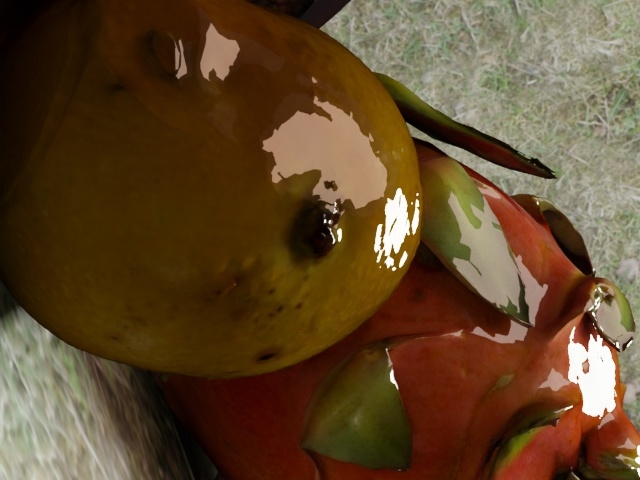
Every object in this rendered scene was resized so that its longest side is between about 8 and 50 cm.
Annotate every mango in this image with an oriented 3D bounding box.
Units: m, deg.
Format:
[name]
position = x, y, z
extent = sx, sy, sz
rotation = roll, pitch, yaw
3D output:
[mango]
position = -0.050, -0.026, 0.704
extent = 0.136, 0.166, 0.236
rotation = -68, -156, 6

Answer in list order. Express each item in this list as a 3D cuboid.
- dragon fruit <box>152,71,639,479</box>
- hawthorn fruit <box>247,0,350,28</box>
[dragon fruit]
position = 0.041, 0.056, 0.904
extent = 0.227, 0.224, 0.224
rotation = 27, 20, -13
[hawthorn fruit]
position = -0.040, -0.268, 1.354
extent = 0.189, 0.189, 0.251
rotation = 58, 10, -68
